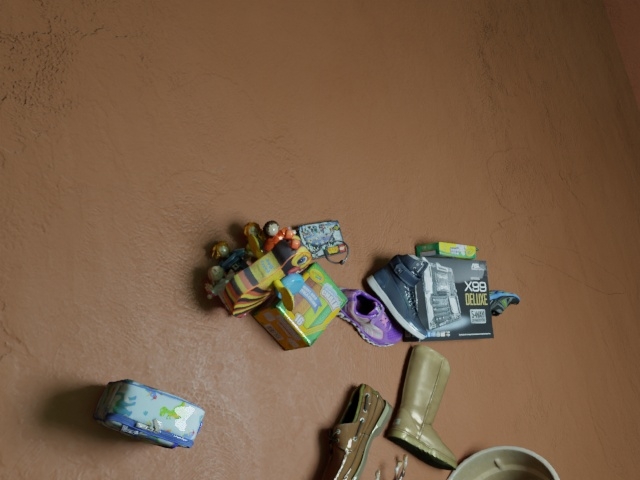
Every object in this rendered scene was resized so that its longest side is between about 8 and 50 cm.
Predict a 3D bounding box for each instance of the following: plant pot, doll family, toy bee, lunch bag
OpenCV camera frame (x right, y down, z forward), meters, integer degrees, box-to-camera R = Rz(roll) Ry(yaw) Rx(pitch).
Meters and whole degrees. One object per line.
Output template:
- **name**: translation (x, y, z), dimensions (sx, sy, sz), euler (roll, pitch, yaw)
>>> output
- **plant pot**: translation (0.525, 0.774, 1.406), dimensions (0.306, 0.333, 0.334), euler (54, 54, -20)
- **doll family**: translation (-0.174, 0.052, 1.301), dimensions (0.263, 0.118, 0.163), euler (-40, 105, -17)
- **toy bee**: translation (-0.091, 0.042, 1.182), dimensions (0.195, 0.162, 0.298), euler (32, 68, 22)
- **lunch bag**: translation (-0.327, 0.334, 1.028), dimensions (0.176, 0.219, 0.090), euler (29, 62, -23)

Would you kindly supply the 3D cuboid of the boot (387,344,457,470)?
- **boot**: translation (0.315, 0.460, 1.486), dimensions (0.236, 0.089, 0.270), euler (38, 57, -18)

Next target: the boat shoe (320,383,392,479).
- **boat shoe**: translation (0.061, 0.488, 1.309), dimensions (0.104, 0.110, 0.307), euler (46, 46, -8)

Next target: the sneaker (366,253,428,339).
- **sneaker**: translation (0.252, 0.141, 1.464), dimensions (0.226, 0.163, 0.086), euler (52, 12, 16)

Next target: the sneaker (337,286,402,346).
- **sneaker**: translation (0.139, 0.204, 1.442), dimensions (0.236, 0.104, 0.095), euler (37, 57, -19)

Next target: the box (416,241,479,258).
- **box**: translation (0.394, 0.038, 1.658), dimensions (0.179, 0.105, 0.043), euler (4, 80, -32)

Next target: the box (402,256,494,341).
- **box**: translation (0.377, 0.177, 1.611), dimensions (0.307, 0.076, 0.243), euler (5, 78, -32)

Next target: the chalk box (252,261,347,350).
- **chalk box**: translation (-0.035, 0.147, 1.330), dimensions (0.132, 0.132, 0.213), euler (49, 56, -11)

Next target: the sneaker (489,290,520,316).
- **sneaker**: translation (0.576, 0.206, 1.758), dimensions (0.188, 0.067, 0.078), euler (-3, 97, -35)

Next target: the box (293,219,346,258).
- **box**: translation (0.000, 0.000, 1.463), dimensions (0.137, 0.027, 0.094), euler (-11, 82, -35)

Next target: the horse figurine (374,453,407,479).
- **horse figurine**: translation (0.155, 0.639, 1.329), dimensions (0.263, 0.066, 0.175), euler (3, 88, -41)
